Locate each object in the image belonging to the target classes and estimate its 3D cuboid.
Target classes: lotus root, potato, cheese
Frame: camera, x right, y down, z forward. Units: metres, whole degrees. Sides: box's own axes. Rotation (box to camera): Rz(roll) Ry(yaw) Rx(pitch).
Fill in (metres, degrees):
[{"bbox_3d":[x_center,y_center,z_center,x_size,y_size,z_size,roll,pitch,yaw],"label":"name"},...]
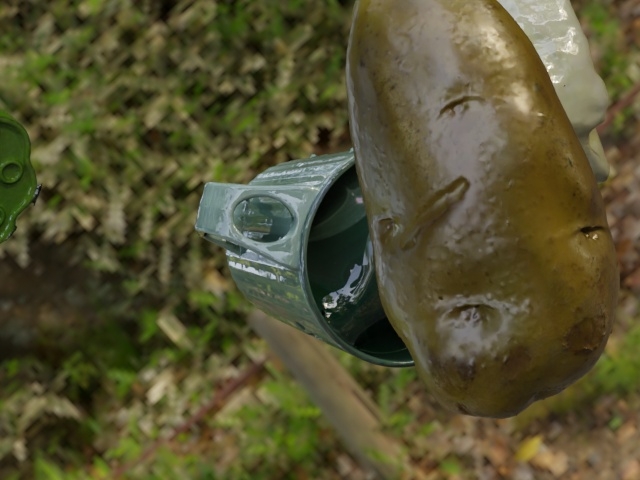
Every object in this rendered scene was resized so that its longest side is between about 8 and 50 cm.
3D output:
[{"bbox_3d":[-0.407,-0.087,1.744,0.186,0.186,0.186,-40,9,8],"label":"lotus root"},{"bbox_3d":[0.120,-0.044,1.337,0.176,0.369,0.195,-17,3,-12],"label":"potato"},{"bbox_3d":[0.222,-0.163,1.827,0.115,0.326,0.318,-23,35,-1],"label":"cheese"}]

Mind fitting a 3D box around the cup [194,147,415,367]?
[{"bbox_3d":[0.017,-0.017,2.468,0.310,0.401,0.392,-49,21,-14],"label":"cup"}]
